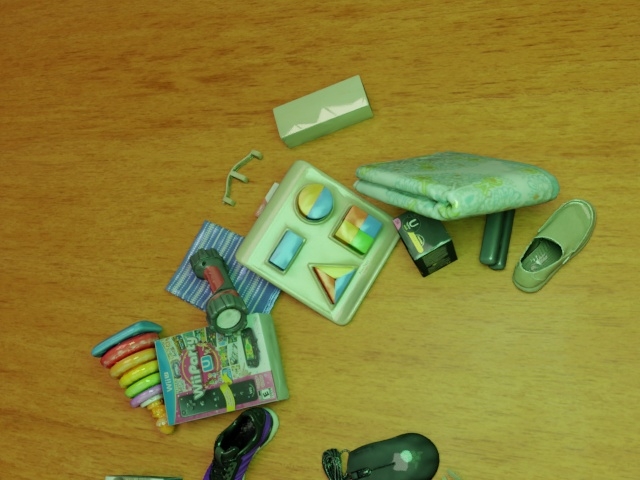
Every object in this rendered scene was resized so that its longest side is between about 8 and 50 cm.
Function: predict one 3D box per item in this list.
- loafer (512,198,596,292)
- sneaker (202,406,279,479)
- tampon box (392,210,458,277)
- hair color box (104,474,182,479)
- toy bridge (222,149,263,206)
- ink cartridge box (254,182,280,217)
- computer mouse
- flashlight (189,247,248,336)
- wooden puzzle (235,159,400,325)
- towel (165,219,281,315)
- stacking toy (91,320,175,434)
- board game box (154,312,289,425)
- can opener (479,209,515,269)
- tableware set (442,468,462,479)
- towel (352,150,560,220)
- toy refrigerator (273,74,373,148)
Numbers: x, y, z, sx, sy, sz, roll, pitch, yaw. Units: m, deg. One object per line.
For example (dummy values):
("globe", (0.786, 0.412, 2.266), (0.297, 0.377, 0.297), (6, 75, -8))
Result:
("loafer", (0.558, 0.006, 1.373), (0.102, 0.092, 0.269), (36, 84, 26))
("sneaker", (-0.226, 0.530, 1.408), (0.102, 0.146, 0.293), (27, 80, 25))
("tampon box", (0.259, 0.000, 1.436), (0.101, 0.161, 0.121), (-30, 64, 6))
("hair color box", (-0.453, 0.763, 1.421), (0.173, 0.105, 0.348), (-5, 69, 16))
("toy bridge", (-0.246, -0.191, 1.746), (0.063, 0.026, 0.188), (25, 80, 27))
("ink cartridge box", (-0.070, -0.066, 1.620), (0.198, 0.067, 0.115), (29, 82, 26))
("computer mouse", (0.140, 0.531, 1.330), (0.272, 0.072, 0.189), (-25, 64, 8))
("flashlight", (-0.273, 0.121, 1.497), (0.103, 0.103, 0.304), (-35, 38, -5))
("wooden puzzle", (0.000, 0.000, 1.507), (0.347, 0.080, 0.322), (32, 82, 2))
("towel", (-0.257, 0.101, 1.636), (0.335, 0.040, 0.243), (23, 78, 24))
("stacking toy", (-0.468, 0.383, 1.558), (0.165, 0.175, 0.302), (-30, 78, 2))
("board game box", (-0.256, 0.331, 1.496), (0.303, 0.097, 0.224), (-17, 77, 15))
("can opener", (0.435, -0.066, 1.466), (0.095, 0.076, 0.284), (-4, 66, 51))
("tableware set", (0.319, 0.611, 1.260), (0.194, 0.039, 0.128), (37, 93, 28))
("towel", (0.300, -0.130, 1.351), (0.320, 0.090, 0.374), (-14, 21, -29))
("toy refrigerator", (0.009, -0.371, 1.694), (0.269, 0.094, 0.102), (-20, 73, 11))
